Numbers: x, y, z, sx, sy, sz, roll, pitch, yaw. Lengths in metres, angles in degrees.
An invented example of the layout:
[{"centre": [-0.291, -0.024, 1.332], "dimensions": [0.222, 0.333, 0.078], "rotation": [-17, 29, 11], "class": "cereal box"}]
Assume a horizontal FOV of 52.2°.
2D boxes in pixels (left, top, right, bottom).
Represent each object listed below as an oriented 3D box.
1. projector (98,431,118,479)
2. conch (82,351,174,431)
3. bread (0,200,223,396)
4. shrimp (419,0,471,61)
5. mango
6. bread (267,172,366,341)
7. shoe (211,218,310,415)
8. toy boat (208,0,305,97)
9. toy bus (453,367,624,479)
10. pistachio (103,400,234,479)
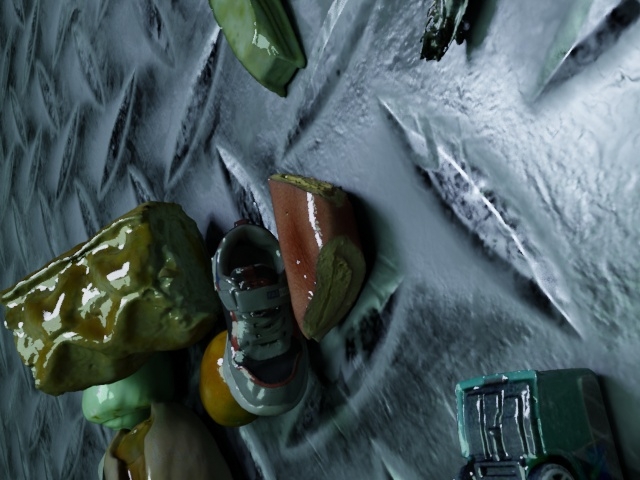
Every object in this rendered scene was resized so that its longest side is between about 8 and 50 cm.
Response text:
[{"centre": [-0.306, 0.452, 1.094], "dimensions": [0.259, 0.079, 0.257], "rotation": [-54, 50, 42], "class": "projector"}, {"centre": [-0.296, 0.181, 1.042], "dimensions": [0.137, 0.143, 0.251], "rotation": [-25, 54, 35], "class": "conch"}, {"centre": [-0.271, 0.077, 0.875], "dimensions": [0.252, 0.196, 0.239], "rotation": [-34, 61, 6], "class": "bread"}, {"centre": [0.110, -0.230, 0.552], "dimensions": [0.091, 0.034, 0.161], "rotation": [34, 112, 62], "class": "shrimp"}, {"centre": [-0.106, 0.176, 0.809], "dimensions": [0.163, 0.089, 0.111], "rotation": [111, 151, -41], "class": "mango"}, {"centre": [0.001, 0.000, 0.670], "dimensions": [0.119, 0.067, 0.193], "rotation": [-37, 61, 59], "class": "bread"}, {"centre": [-0.060, 0.068, 0.711], "dimensions": [0.125, 0.099, 0.228], "rotation": [115, 143, -55], "class": "shoe"}, {"centre": [-0.100, -0.306, 0.812], "dimensions": [0.093, 0.055, 0.293], "rotation": [-47, 55, 41], "class": "toy boat"}, {"centre": [0.158, 0.216, 0.425], "dimensions": [0.091, 0.109, 0.262], "rotation": [-27, 67, 53], "class": "toy bus"}, {"centre": [-0.192, 0.348, 0.884], "dimensions": [0.166, 0.197, 0.288], "rotation": [-33, 40, 1], "class": "pistachio"}]
